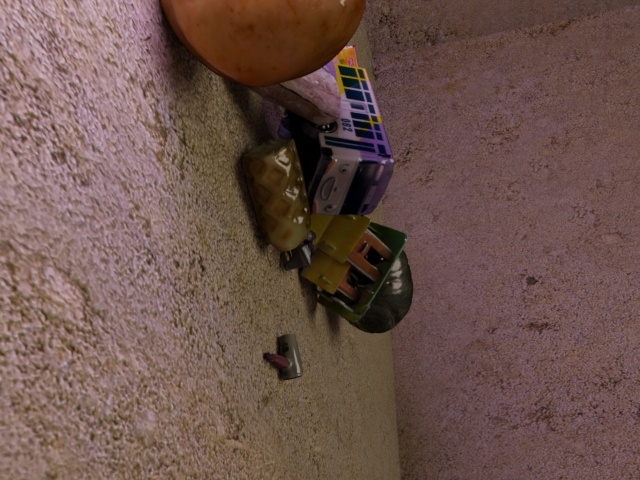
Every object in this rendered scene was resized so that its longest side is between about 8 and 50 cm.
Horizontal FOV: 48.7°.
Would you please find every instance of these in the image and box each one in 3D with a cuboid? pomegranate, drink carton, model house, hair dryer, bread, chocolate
[{"bbox_3d":[-0.104,-0.491,1.294,0.411,0.411,0.412,-8,90,-77],"label":"pomegranate"},{"bbox_3d":[0.004,-0.525,2.152,0.071,0.222,0.096,-64,145,-70],"label":"drink carton"},{"bbox_3d":[0.000,0.000,2.058,0.323,0.340,0.300,39,80,-39],"label":"model house"},{"bbox_3d":[-0.090,0.270,1.645,0.154,0.054,0.106,26,52,-70],"label":"hair dryer"},{"bbox_3d":[-0.097,-0.100,1.659,0.152,0.129,0.268,-79,159,-62],"label":"bread"},{"bbox_3d":[-0.091,-0.380,1.667,0.303,0.100,0.185,24,40,-23],"label":"chocolate"}]

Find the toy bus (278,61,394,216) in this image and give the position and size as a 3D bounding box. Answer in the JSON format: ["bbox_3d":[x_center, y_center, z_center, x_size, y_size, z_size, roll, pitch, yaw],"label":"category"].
[{"bbox_3d":[0.042,-0.269,1.858,0.440,0.249,0.209,-100,-157,-44],"label":"toy bus"}]

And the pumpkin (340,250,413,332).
[{"bbox_3d":[0.157,0.138,2.306,0.257,0.291,0.328,-24,118,-55],"label":"pumpkin"}]

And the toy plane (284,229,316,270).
[{"bbox_3d":[-0.069,-0.054,1.838,0.212,0.088,0.267,155,-75,-79],"label":"toy plane"}]

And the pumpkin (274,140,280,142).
[{"bbox_3d":[-0.126,-0.225,1.830,0.083,0.028,0.050,-62,144,-56],"label":"pumpkin"}]
